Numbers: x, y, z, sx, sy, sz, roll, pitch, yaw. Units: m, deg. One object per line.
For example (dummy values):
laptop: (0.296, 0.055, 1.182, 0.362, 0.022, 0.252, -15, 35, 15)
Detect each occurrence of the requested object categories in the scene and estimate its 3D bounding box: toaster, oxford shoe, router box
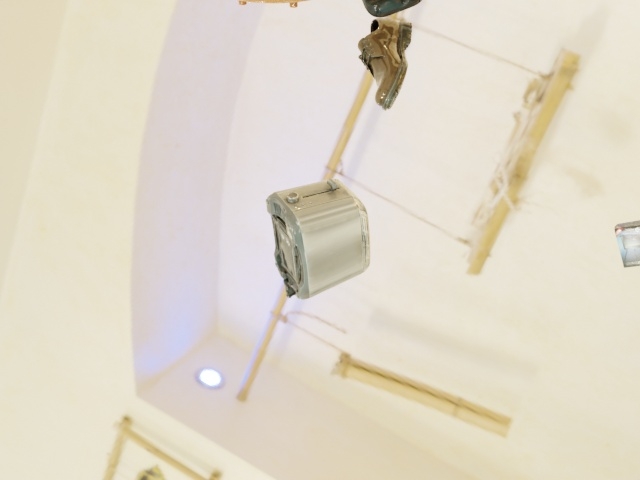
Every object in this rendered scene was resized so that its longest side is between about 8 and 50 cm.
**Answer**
toaster: (0.000, 0.000, 1.402, 0.146, 0.129, 0.227, -20, -51, -17)
oxford shoe: (0.109, -0.322, 1.469, 0.083, 0.096, 0.227, 113, 168, -48)
router box: (0.697, 0.003, 1.714, 0.038, 0.122, 0.092, -37, -68, -53)

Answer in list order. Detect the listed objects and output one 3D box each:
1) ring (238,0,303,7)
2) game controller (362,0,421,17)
ring: (-0.101, -0.678, 2.161, 0.336, 0.337, 0.032, -48, -36, -49)
game controller: (0.156, -0.751, 2.142, 0.166, 0.319, 0.067, -21, -9, 12)
